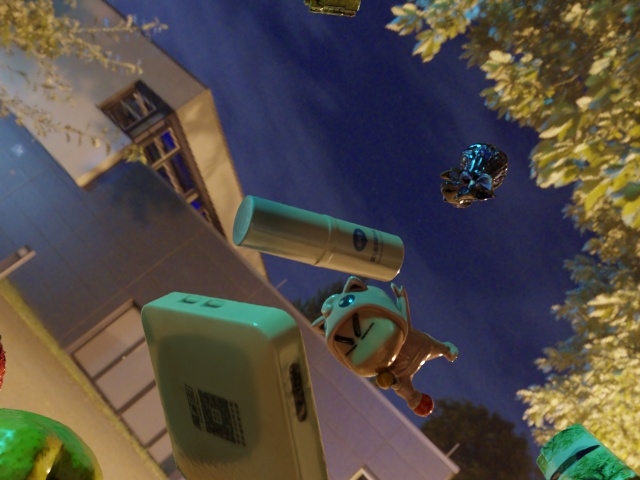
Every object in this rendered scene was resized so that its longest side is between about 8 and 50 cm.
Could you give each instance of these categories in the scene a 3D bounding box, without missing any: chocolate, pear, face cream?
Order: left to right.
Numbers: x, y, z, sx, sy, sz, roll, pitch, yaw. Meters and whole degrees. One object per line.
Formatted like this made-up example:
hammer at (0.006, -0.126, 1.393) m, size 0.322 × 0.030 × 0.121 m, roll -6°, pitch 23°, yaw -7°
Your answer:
pear at (-0.592, 0.498, 1.185) m, size 0.391 × 0.391 × 0.391 m, roll 44°, pitch -18°, yaw 18°
face cream at (0.000, 0.000, 0.928) m, size 0.250 × 0.077 × 0.077 m, roll 14°, pitch -2°, yaw -25°
chocolate at (0.347, -0.133, 1.462) m, size 0.148 × 0.343 × 0.126 m, roll 16°, pitch -65°, yaw 18°

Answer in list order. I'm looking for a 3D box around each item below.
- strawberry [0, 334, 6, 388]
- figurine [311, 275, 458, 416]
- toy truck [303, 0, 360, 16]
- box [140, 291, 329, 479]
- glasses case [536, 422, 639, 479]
strawberry at (-0.886, 0.337, 1.484) m, size 0.239 × 0.288 × 0.250 m, roll 5°, pitch -36°, yaw 21°
figurine at (0.132, 0.195, 1.184) m, size 0.287 × 0.176 × 0.186 m, roll 41°, pitch 13°, yaw -15°
toy truck at (0.033, -0.596, 1.278) m, size 0.135 × 0.128 × 0.259 m, roll -113°, pitch -152°, yaw -73°
box at (-0.151, 0.278, 1.075) m, size 0.373 × 0.090 × 0.367 m, roll 4°, pitch -73°, yaw 45°
glasses case at (0.344, 0.306, 0.809) m, size 0.062 × 0.095 × 0.272 m, roll 55°, pitch 5°, yaw 10°
